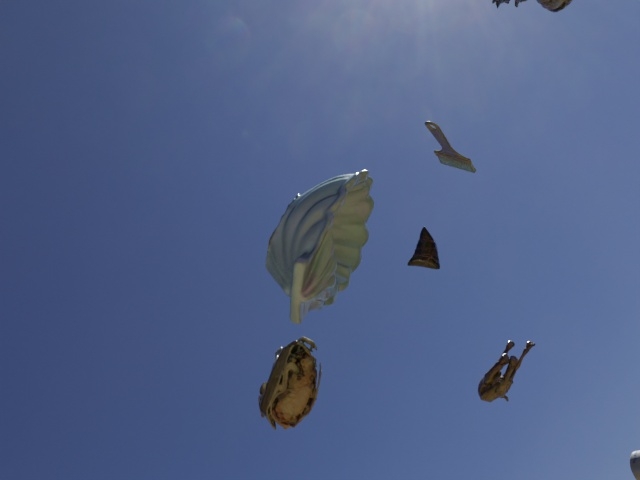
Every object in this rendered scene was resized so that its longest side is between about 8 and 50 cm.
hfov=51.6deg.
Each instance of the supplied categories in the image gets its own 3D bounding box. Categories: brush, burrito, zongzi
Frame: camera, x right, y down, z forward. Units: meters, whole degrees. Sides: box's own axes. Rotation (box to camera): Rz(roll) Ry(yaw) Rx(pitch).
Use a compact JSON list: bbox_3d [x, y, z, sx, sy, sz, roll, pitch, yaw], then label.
[{"bbox_3d":[0.248,-0.188,1.321,0.205,0.083,0.011,36,-102,-57],"label":"brush"},{"bbox_3d":[-0.067,0.296,1.343,0.107,0.175,0.348,11,-15,-7],"label":"burrito"},{"bbox_3d":[0.224,0.020,1.359,0.073,0.067,0.083,23,-108,-58],"label":"zongzi"}]

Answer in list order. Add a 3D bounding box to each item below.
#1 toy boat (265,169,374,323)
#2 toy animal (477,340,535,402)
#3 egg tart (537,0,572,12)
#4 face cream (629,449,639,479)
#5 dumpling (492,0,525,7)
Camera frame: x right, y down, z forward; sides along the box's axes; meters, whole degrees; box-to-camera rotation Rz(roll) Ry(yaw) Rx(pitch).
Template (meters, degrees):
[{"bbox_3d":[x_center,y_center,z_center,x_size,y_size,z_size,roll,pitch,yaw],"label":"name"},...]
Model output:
[{"bbox_3d":[0.000,0.000,0.989,0.290,0.100,0.199,-53,-30,-56],"label":"toy boat"},{"bbox_3d":[0.381,0.298,1.401,0.149,0.054,0.275,-43,-30,-25],"label":"toy animal"},{"bbox_3d":[0.452,-0.525,1.179,0.094,0.234,0.234,6,-53,-6],"label":"egg tart"},{"bbox_3d":[0.774,0.454,1.374,0.077,0.077,0.250,-2,-22,-35],"label":"face cream"},{"bbox_3d":[0.277,-0.345,0.720,0.332,0.086,0.166,-53,-34,-22],"label":"dumpling"}]
